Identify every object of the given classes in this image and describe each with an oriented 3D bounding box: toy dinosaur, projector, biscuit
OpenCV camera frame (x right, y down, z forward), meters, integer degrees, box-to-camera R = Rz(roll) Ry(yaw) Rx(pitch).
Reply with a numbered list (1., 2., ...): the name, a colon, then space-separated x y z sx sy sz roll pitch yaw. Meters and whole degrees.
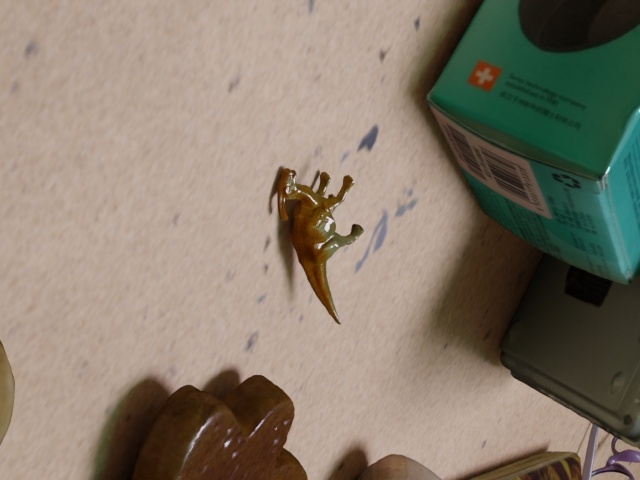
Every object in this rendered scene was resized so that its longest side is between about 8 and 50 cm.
1. toy dinosaur: 0.003 -0.003 0.887 0.041 0.026 0.113 -47 143 -21
2. projector: 0.227 0.038 1.174 0.192 0.099 0.257 -64 -166 1
3. biscuit: -0.064 0.157 0.896 0.180 0.039 0.236 -60 157 -15

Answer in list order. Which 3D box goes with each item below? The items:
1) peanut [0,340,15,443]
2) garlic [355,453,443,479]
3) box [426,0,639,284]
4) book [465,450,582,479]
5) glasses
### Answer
1. peanut: -0.172 0.067 0.529 0.193 0.089 0.089 -38 145 -47
2. garlic: 0.066 0.223 1.111 0.099 0.124 0.174 -41 104 -47
3. box: 0.198 -0.152 1.033 0.311 0.118 0.205 -60 160 -8
4. book: 0.159 0.395 1.373 0.300 0.039 0.427 -2 88 -64
5. glasses: 0.273 0.174 1.637 0.140 0.063 0.103 -45 128 -38
